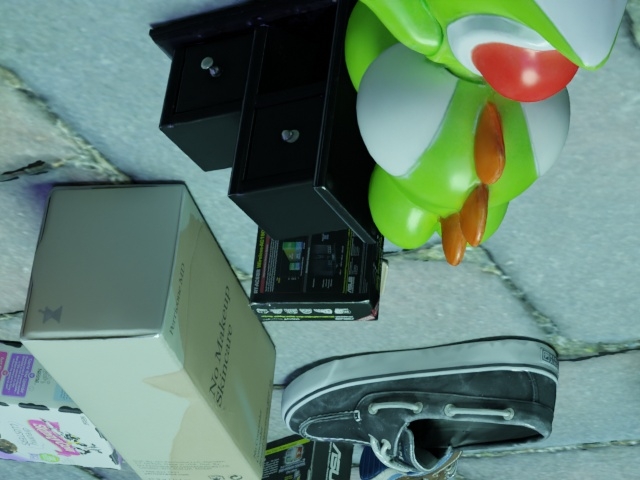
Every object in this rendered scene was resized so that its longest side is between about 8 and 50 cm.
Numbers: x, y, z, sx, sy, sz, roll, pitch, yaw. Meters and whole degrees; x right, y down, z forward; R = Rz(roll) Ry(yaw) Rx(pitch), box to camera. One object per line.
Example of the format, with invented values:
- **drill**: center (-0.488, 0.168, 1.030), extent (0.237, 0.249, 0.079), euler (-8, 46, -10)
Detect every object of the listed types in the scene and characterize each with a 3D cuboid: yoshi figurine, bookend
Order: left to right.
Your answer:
- **bookend**: center (-0.040, -0.072, 0.956), extent (0.157, 0.156, 0.072), euler (-9, 148, 28)
- **yoshi figurine**: center (0.081, -0.152, 0.797), extent (0.203, 0.203, 0.362), euler (29, 141, 12)

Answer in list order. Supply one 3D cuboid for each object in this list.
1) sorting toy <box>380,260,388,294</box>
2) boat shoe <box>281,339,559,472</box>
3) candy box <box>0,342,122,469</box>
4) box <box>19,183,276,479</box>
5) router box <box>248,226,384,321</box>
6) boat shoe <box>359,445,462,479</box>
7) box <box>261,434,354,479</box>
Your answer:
- **sorting toy**: center (0.027, 0.026, 1.264), extent (0.062, 0.012, 0.083), euler (7, 151, 1)
- **boat shoe**: center (0.087, 0.172, 1.419), extent (0.301, 0.102, 0.108), euler (-11, 146, 29)
- **candy box**: center (-0.309, 0.171, 1.543), extent (0.196, 0.070, 0.165), euler (4, 151, 7)
- **box**: center (-0.138, 0.090, 1.284), extent (0.121, 0.148, 0.311), euler (-1, 151, 13)
- **router box**: center (0.000, 0.000, 1.110), extent (0.092, 0.122, 0.038), euler (0, 155, 14)
- **boat shoe**: center (0.109, 0.222, 1.555), extent (0.066, 0.066, 0.183), euler (14, 161, -22)
- **box**: center (-0.083, 0.344, 1.653), extent (0.060, 0.216, 0.270), euler (30, 144, -32)
